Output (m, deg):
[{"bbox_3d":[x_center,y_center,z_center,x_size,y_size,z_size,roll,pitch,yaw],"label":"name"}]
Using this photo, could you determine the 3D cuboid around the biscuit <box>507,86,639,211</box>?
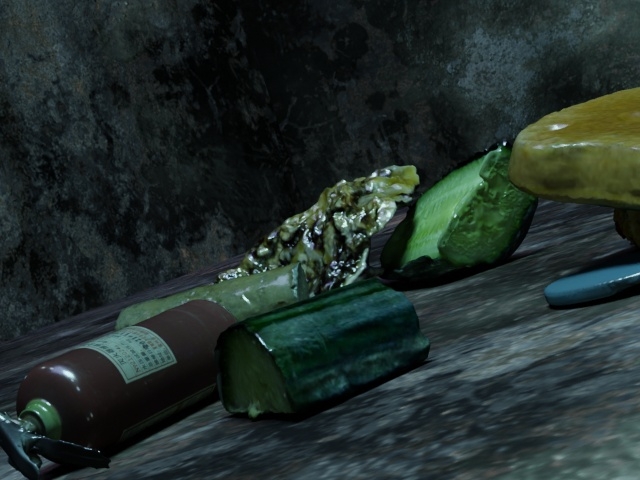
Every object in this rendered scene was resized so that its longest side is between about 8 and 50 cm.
[{"bbox_3d":[0.313,-0.070,0.880,0.343,0.057,0.287,3,19,41],"label":"biscuit"}]

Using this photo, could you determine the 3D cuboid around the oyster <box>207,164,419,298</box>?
[{"bbox_3d":[0.000,0.000,1.306,0.214,0.083,0.223,-30,14,30],"label":"oyster"}]

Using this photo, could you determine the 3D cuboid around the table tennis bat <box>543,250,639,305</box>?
[{"bbox_3d":[0.205,0.018,0.826,0.100,0.019,0.155,-19,1,-27],"label":"table tennis bat"}]

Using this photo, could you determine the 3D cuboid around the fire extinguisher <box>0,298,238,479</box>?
[{"bbox_3d":[-0.130,0.103,0.865,0.099,0.071,0.231,15,20,27],"label":"fire extinguisher"}]

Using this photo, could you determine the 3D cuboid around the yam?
[{"bbox_3d":[-0.086,0.070,1.095,0.179,0.078,0.078,-17,3,20],"label":"yam"}]

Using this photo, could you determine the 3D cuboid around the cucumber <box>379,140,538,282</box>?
[{"bbox_3d":[0.130,-0.009,1.239,0.193,0.085,0.115,-22,43,59],"label":"cucumber"}]

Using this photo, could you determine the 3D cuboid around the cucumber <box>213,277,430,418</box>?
[{"bbox_3d":[-0.008,0.067,0.812,0.115,0.062,0.116,-15,2,-35],"label":"cucumber"}]

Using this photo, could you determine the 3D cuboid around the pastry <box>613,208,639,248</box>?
[{"bbox_3d":[0.253,-0.024,0.960,0.080,0.056,0.140,-10,4,6],"label":"pastry"}]
